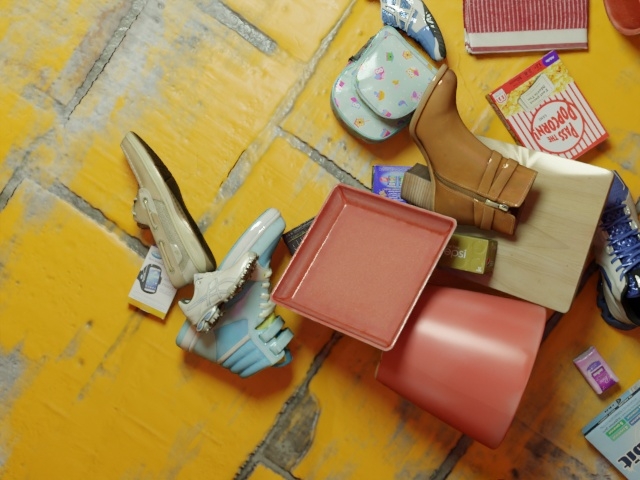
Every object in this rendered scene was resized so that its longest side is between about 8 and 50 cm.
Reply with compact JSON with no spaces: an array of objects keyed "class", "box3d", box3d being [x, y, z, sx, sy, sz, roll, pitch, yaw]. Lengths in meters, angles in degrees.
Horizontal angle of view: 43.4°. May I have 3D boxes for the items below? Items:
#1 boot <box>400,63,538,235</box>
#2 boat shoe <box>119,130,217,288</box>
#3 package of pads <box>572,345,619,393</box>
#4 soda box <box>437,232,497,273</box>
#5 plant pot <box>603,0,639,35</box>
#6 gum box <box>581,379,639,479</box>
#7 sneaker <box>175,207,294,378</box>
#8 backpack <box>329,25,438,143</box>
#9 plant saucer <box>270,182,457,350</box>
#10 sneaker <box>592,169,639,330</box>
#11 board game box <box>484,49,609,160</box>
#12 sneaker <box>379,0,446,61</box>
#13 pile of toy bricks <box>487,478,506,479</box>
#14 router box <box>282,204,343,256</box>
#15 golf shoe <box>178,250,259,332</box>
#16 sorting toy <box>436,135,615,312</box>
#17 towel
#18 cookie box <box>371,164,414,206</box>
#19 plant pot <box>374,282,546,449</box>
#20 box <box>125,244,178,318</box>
[{"class":"boot","box3d":[0.261,-0.145,1.371,0.220,0.109,0.284,22,123,20]},{"class":"boat shoe","box3d":[-0.301,-0.057,1.480,0.098,0.109,0.302,-29,88,3]},{"class":"package of pads","box3d":[0.528,0.249,1.546,0.050,0.032,0.083,-37,93,5]},{"class":"soda box","box3d":[0.223,0.014,1.456,0.181,0.058,0.061,11,95,28]},{"class":"plant pot","box3d":[0.676,-0.494,1.398,0.264,0.272,0.273,-1,94,-8]},{"class":"gum box","box3d":[0.624,0.381,1.537,0.184,0.041,0.157,44,103,-2]},{"class":"sneaker","box3d":[-0.105,0.112,1.492,0.208,0.127,0.319,33,102,0]},{"class":"backpack","box3d":[0.111,-0.272,1.459,0.166,0.144,0.188,43,95,-8]},{"class":"plant saucer","box3d":[0.078,0.045,1.411,0.258,0.048,0.259,20,72,31]},{"class":"sneaker","box3d":[0.561,0.022,1.457,0.127,0.182,0.316,-17,94,-1]},{"class":"board game box","box3d":[0.424,-0.234,1.508,0.146,0.045,0.194,-35,93,2]},{"class":"sneaker","box3d":[0.159,-0.411,1.487,0.081,0.080,0.211,-35,83,8]},{"class":"pile of toy bricks","box3d":[0.329,0.566,1.542,0.105,0.118,0.212,8,76,-28]},{"class":"router box","box3d":[0.000,0.000,1.525,0.122,0.038,0.092,-29,92,2]},{"class":"golf shoe","box3d":[-0.181,0.076,1.401,0.086,0.069,0.176,40,101,6]},{"class":"sorting toy","box3d":[0.372,-0.033,1.460,0.257,0.089,0.256,20,99,28]},{"class":"towel","box3d":[0.379,-0.517,1.497,0.236,0.037,0.329,-3,95,-2]},{"class":"cookie box","box3d":[0.142,-0.087,1.519,0.091,0.040,0.107,2,93,-1]},{"class":"plant pot","box3d":[0.242,0.201,1.440,0.243,0.275,0.275,21,93,10]},{"class":"box","box3d":[-0.305,0.072,1.535,0.081,0.028,0.136,26,91,-2]}]
